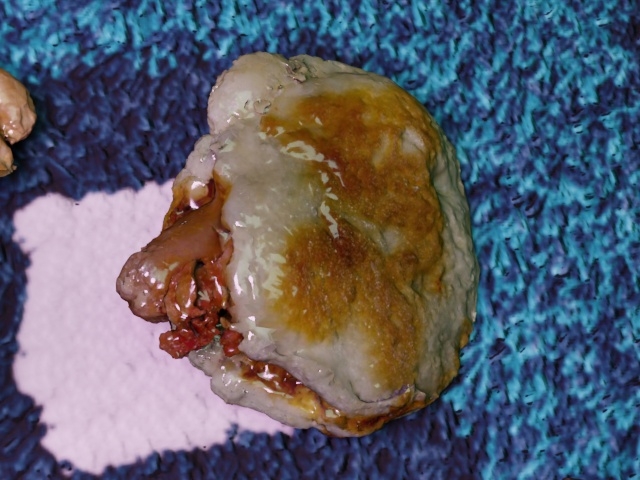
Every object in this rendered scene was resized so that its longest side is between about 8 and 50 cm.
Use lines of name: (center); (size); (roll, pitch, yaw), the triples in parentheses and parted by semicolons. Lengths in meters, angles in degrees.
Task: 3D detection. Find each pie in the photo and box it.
pie: (0.008, 0.002, 0.897); (0.257, 0.105, 0.274); (31, 62, -18)

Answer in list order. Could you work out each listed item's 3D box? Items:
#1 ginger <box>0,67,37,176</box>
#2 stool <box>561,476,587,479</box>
ginger: (-0.292, -0.060, 0.822); (0.157, 0.102, 0.216); (46, 55, -20)
stool: (0.228, 0.241, 0.763); (0.178, 0.272, 0.272); (-6, 67, -6)
